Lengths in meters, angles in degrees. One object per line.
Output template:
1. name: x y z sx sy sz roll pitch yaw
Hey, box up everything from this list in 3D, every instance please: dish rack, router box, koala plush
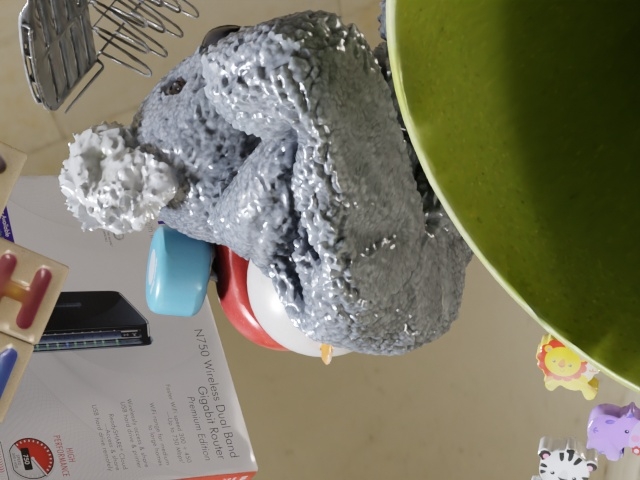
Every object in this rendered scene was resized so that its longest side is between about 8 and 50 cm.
1. dish rack: -0.127 -0.217 1.142 0.074 0.208 0.271 31 -112 11
2. router box: -0.248 0.095 1.392 0.301 0.082 0.335 -2 -122 -30
3. koala plush: -0.028 -0.044 0.848 0.221 0.203 0.196 8 -157 38

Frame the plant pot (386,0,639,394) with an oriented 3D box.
1. plant pot: 0.226 -0.112 0.624 0.275 0.275 0.293 34 -127 25

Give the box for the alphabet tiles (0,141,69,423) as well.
1. alphabet tiles: -0.325 0.068 0.921 0.011 0.285 0.342 10 -104 63

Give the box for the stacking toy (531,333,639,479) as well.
1. stacking toy: 0.256 0.142 1.059 0.221 0.052 0.167 14 -152 6

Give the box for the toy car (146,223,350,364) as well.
1. toy car: 0.000 0.000 1.120 0.219 0.238 0.210 8 -80 -15
